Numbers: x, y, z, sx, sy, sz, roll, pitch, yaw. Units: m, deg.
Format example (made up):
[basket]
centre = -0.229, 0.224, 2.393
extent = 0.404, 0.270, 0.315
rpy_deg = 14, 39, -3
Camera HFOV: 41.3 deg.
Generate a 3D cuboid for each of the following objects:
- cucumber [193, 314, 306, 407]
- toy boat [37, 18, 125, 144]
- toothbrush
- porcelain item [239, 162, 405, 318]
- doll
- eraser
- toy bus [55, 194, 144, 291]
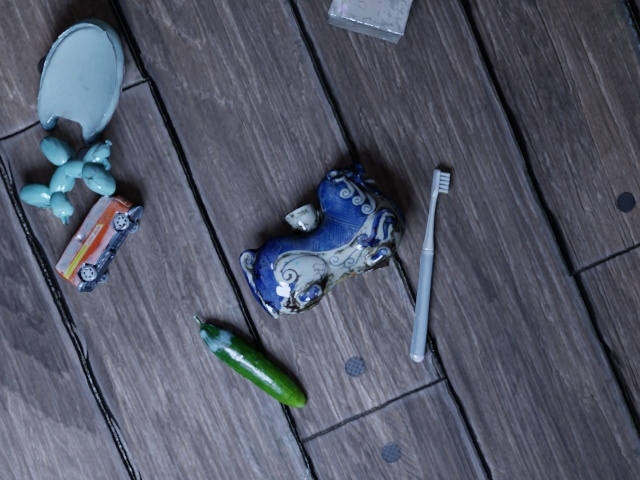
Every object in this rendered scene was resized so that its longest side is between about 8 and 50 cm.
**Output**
[cucumber]
centre = -0.123, 0.210, 1.457
extent = 0.250, 0.056, 0.056
rpy_deg = 37, 87, -5
[toy boat]
centre = -0.398, -0.271, 1.433
extent = 0.134, 0.079, 0.208
rpy_deg = 17, 99, 3
[toothbrush]
centre = 0.191, 0.044, 1.499
extent = 0.030, 0.025, 0.342
rpy_deg = 9, 89, -7
[porcelain item]
centre = 0.000, 0.000, 1.430
extent = 0.288, 0.138, 0.186
rpy_deg = -31, 82, -5
[doll]
centre = -0.407, -0.108, 1.403
extent = 0.158, 0.059, 0.159
rpy_deg = 28, 89, 25
[eraser]
centre = 0.119, -0.527, 1.465
extent = 0.144, 0.078, 0.344
rpy_deg = 14, 89, -4
[toy bus]
centre = -0.372, 0.000, 1.427
extent = 0.077, 0.079, 0.174
rpy_deg = 31, 87, 5
